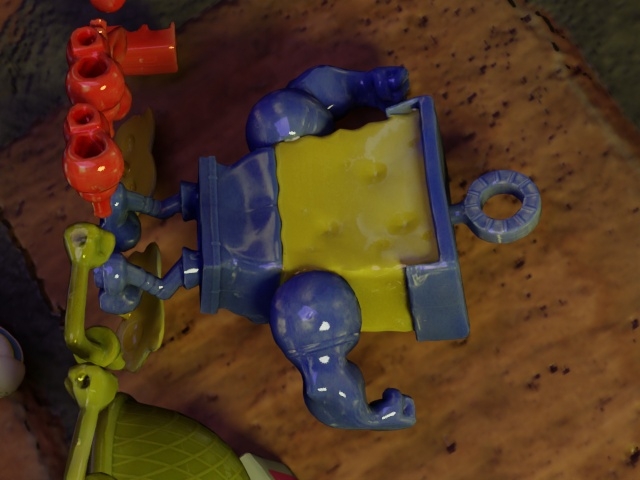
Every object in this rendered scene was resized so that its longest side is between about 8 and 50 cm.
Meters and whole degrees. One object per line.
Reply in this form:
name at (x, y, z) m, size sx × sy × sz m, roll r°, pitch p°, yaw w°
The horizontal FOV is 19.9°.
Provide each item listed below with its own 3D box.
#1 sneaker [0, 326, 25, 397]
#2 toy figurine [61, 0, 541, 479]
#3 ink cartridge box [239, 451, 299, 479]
sneaker at (-0.244, -0.005, 0.982) m, size 0.240 × 0.091 × 0.126 m, roll 21°, pitch 83°, yaw 23°
toy figurine at (0.000, 0.000, 0.840) m, size 0.217 × 0.191 × 0.362 m, roll -5°, pitch 51°, yaw -2°
ink cartridge box at (-0.003, 0.274, 0.846) m, size 0.186 × 0.065 × 0.311 m, roll -42°, pitch 69°, yaw 5°
